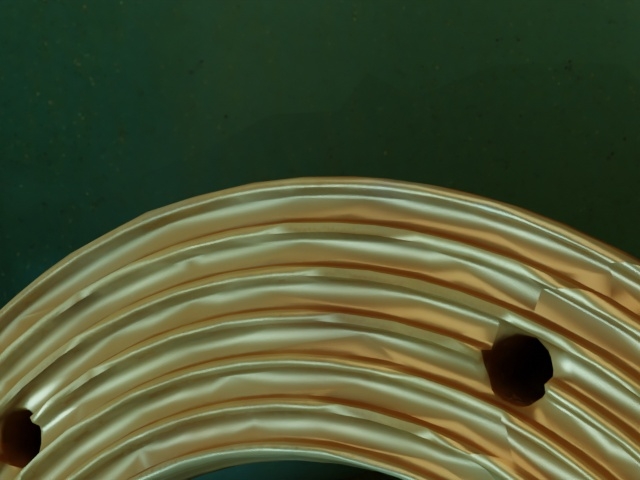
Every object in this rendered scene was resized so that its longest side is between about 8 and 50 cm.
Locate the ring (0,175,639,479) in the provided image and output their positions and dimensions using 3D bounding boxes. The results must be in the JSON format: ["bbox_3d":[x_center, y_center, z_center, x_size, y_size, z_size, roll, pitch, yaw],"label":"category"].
[{"bbox_3d":[0.001,0.155,0.357,0.337,0.032,0.336,-5,82,38],"label":"ring"}]

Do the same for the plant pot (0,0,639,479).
[{"bbox_3d":[-0.007,-0.043,0.558,0.255,0.271,0.271,-5,33,2],"label":"plant pot"}]
